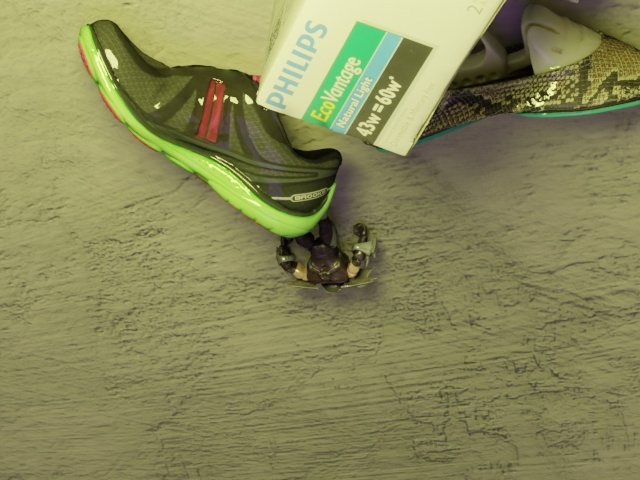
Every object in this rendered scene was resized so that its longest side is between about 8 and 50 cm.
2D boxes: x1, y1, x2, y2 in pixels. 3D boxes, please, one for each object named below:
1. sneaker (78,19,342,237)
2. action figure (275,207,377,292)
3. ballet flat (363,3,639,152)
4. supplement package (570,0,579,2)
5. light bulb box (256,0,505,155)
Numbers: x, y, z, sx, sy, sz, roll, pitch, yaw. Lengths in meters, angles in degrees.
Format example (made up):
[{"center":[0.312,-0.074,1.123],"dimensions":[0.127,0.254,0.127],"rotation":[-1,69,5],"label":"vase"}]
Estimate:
[{"center":[-0.171,-0.204,2.318],"dimensions":[0.483,0.185,0.202],"rotation":[35,95,-19],"label":"sneaker"},{"center":[0.000,0.000,2.551],"dimensions":[0.185,0.099,0.285],"rotation":[-12,139,9],"label":"action figure"},{"center":[0.264,-0.256,2.203],"dimensions":[0.482,0.164,0.182],"rotation":[-9,120,19],"label":"ballet flat"},{"center":[0.334,-0.434,2.019],"dimensions":[0.105,0.105,0.179],"rotation":[13,137,-4],"label":"supplement package"},{"center":[0.094,-0.374,1.924],"dimensions":[0.225,0.361,0.358],"rotation":[19,137,-13],"label":"light bulb box"}]
